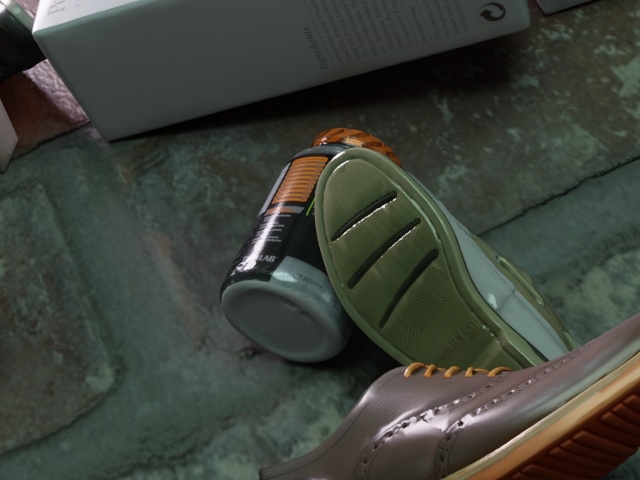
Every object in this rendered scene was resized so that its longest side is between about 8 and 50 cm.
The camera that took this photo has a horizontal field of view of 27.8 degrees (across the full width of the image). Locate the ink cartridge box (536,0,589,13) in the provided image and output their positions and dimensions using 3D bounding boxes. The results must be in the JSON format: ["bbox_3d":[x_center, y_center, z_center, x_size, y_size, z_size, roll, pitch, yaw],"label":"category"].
[{"bbox_3d":[0.269,-0.352,1.387,0.148,0.086,0.203,-18,47,-2],"label":"ink cartridge box"}]

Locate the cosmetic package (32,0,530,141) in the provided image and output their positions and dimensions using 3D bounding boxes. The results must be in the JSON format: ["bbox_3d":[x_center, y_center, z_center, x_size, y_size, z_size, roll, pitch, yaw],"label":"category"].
[{"bbox_3d":[-0.038,-0.281,1.291,0.453,0.161,0.230,-14,48,14],"label":"cosmetic package"}]

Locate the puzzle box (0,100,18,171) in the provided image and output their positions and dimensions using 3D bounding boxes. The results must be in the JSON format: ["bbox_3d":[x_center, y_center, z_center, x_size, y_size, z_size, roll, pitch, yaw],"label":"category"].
[{"bbox_3d":[-0.478,-0.222,1.218,0.272,0.409,0.052,2,50,12],"label":"puzzle box"}]

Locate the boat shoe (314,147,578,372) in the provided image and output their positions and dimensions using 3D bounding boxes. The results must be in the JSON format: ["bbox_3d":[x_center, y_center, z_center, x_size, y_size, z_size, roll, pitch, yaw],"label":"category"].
[{"bbox_3d":[0.108,0.055,1.015,0.113,0.103,0.302,-44,71,24],"label":"boat shoe"}]

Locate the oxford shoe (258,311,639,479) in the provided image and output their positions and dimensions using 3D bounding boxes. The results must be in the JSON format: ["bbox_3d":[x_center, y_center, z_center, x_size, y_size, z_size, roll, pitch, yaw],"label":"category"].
[{"bbox_3d":[0.101,0.126,0.890,0.363,0.130,0.133,-33,59,16],"label":"oxford shoe"}]

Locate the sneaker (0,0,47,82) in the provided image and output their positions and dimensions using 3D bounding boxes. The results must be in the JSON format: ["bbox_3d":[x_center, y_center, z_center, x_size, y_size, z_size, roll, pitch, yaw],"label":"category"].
[{"bbox_3d":[-0.352,-0.179,1.336,0.118,0.083,0.222,-50,18,-19],"label":"sneaker"}]

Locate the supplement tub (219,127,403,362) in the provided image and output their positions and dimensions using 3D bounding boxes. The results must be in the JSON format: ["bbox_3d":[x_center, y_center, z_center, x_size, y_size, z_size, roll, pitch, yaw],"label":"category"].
[{"bbox_3d":[0.000,0.000,1.116,0.117,0.117,0.190,11,52,21],"label":"supplement tub"}]
